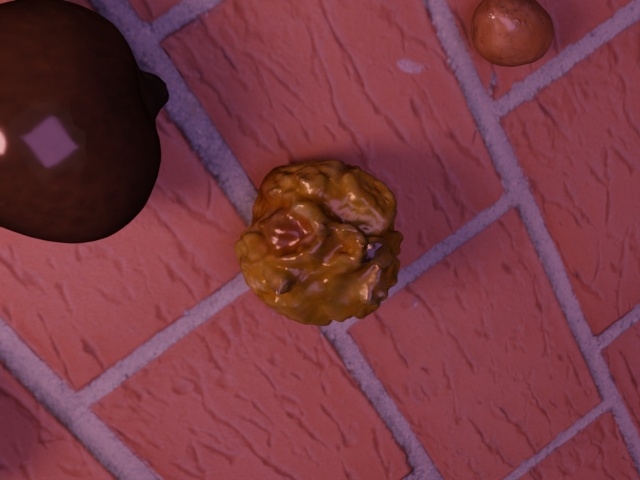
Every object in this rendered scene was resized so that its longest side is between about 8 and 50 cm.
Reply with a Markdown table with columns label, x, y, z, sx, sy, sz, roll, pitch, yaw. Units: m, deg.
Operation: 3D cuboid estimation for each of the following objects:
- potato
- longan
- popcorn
| label | x | y | z | sx | sy | sz | roll | pitch | yaw |
| --- | --- | --- | --- | --- | --- | --- | --- | --- | --- |
| potato | 0.286 | -0.315 | 1.282 | 0.147 | 0.112 | 0.112 | 8 | 108 | -34 |
| longan | -0.313 | -0.135 | 1.010 | 0.300 | 0.243 | 0.300 | -19 | 125 | -30 |
| popcorn | 0.005 | 0.006 | 1.225 | 0.250 | 0.225 | 0.249 | -9 | 119 | -16 |
